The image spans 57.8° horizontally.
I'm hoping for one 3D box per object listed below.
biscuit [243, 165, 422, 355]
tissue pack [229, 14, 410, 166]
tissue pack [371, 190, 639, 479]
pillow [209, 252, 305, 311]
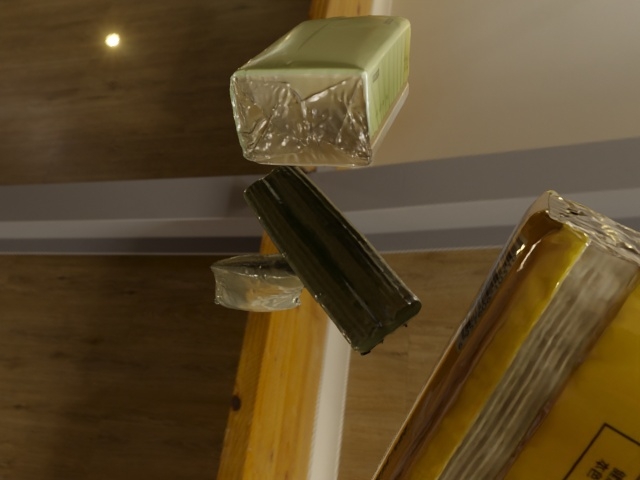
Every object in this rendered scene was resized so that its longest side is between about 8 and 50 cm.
[{"bbox_3d":[0.000,0.000,0.714,0.099,0.038,0.322,-32,-131,-8],"label":"biscuit"},{"bbox_3d":[0.013,-0.192,0.719,0.159,0.125,0.234,6,-146,19],"label":"tissue pack"},{"bbox_3d":[0.212,0.168,0.547,0.228,0.293,0.381,30,-72,13],"label":"tissue pack"},{"bbox_3d":[-0.090,0.070,0.883,0.149,0.229,0.050,6,-112,-7],"label":"pillow"}]
